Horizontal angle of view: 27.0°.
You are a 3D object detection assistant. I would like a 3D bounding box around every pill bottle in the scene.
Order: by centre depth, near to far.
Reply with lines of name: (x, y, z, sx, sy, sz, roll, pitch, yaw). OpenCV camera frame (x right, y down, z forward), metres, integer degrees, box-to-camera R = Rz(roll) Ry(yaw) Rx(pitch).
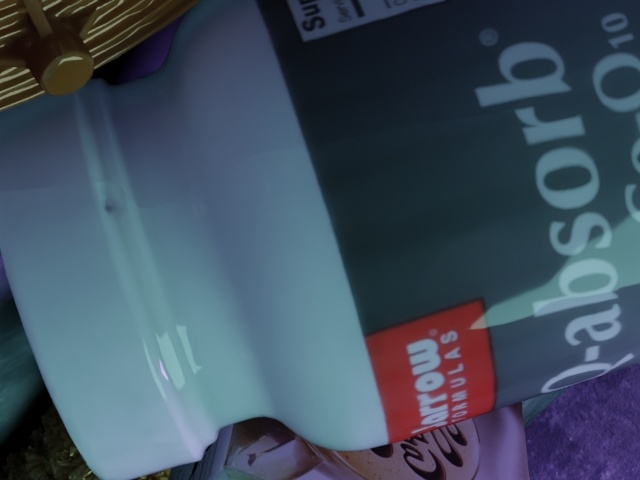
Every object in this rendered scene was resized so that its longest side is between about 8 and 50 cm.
pill bottle: (0.058, -0.031, 0.576, 0.362, 0.210, 0.210, -18, 158, -3)

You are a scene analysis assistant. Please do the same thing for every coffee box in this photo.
coffee box: (0.017, 0.095, 0.760, 0.119, 0.168, 0.297, -60, -168, 31)

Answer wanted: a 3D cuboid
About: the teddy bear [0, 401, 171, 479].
teddy bear: (-0.176, 0.206, 0.863, 0.338, 0.113, 0.245, -45, 163, -6)

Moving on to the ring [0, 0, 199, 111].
ring: (-0.100, -0.132, 0.351, 0.336, 0.032, 0.337, -26, 154, -14)
